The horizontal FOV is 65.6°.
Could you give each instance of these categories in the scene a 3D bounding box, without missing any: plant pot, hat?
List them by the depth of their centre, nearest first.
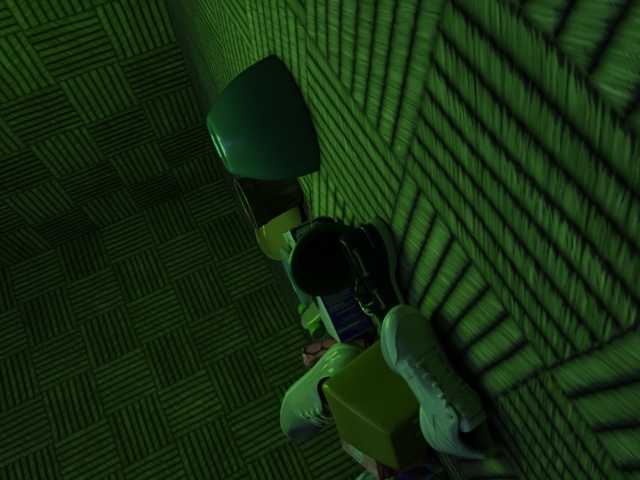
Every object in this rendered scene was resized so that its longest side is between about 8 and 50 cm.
[{"bbox_3d":[0.162,0.386,1.142,0.187,0.212,0.212,29,144,50],"label":"plant pot"},{"bbox_3d":[0.000,0.000,1.170,0.173,0.208,0.183,24,-165,-24],"label":"hat"},{"bbox_3d":[-0.154,-0.260,1.182,0.290,0.195,0.290,60,168,22],"label":"plant pot"},{"bbox_3d":[-0.151,-0.140,1.493,0.167,0.165,0.167,59,167,22],"label":"plant pot"},{"bbox_3d":[-0.133,-0.054,1.645,0.236,0.032,0.236,4,95,45],"label":"plant pot"}]

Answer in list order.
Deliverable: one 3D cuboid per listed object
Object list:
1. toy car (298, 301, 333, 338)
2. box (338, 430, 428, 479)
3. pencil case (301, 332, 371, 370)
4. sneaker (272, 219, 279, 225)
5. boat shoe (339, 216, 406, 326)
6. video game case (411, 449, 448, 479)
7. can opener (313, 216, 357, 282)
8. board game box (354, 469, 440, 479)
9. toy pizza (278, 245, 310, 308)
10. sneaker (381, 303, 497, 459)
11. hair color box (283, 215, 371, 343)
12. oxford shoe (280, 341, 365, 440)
[{"bbox_3d":[0.040,0.276,1.706,0.188,0.149,0.155,38,-172,-32],"label":"toy car"},{"bbox_3d":[0.162,0.553,1.431,0.300,0.154,0.142,160,100,-71],"label":"box"},{"bbox_3d":[0.047,0.328,1.472,0.098,0.209,0.095,-89,-20,-80],"label":"pencil case"},{"bbox_3d":[-0.106,-0.014,1.748,0.226,0.086,0.163,55,162,37],"label":"sneaker"},{"bbox_3d":[0.108,0.094,1.006,0.114,0.091,0.302,46,157,59],"label":"boat shoe"},{"bbox_3d":[0.311,0.701,1.500,0.300,0.036,0.329,41,154,63],"label":"video game case"},{"bbox_3d":[0.054,0.022,1.203,0.186,0.059,0.073,52,139,14],"label":"can opener"},{"bbox_3d":[0.255,0.773,1.399,0.233,0.078,0.347,57,144,3],"label":"board game box"},{"bbox_3d":[-0.069,0.103,1.443,0.201,0.032,0.201,156,90,-81],"label":"toy pizza"},{"bbox_3d":[0.216,0.245,0.870,0.305,0.114,0.152,62,155,-7],"label":"sneaker"},{"bbox_3d":[0.014,0.106,1.418,0.339,0.110,0.185,64,171,-3],"label":"hair color box"},{"bbox_3d":[-0.002,0.469,1.434,0.130,0.169,0.449,-90,25,-52],"label":"oxford shoe"}]
